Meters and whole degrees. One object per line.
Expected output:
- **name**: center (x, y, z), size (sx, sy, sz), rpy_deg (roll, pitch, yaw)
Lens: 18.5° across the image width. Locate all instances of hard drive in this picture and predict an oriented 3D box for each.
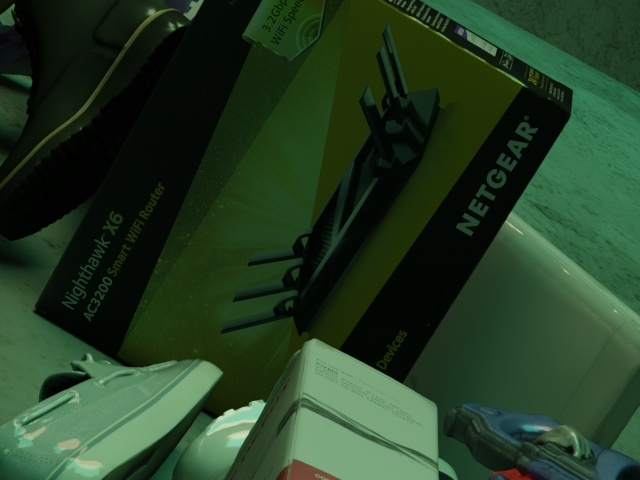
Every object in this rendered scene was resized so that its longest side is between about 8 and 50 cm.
- **hard drive**: center (0.083, 0.065, 1.404), size (0.307, 0.203, 0.040), rpy_deg (42, 20, 32)

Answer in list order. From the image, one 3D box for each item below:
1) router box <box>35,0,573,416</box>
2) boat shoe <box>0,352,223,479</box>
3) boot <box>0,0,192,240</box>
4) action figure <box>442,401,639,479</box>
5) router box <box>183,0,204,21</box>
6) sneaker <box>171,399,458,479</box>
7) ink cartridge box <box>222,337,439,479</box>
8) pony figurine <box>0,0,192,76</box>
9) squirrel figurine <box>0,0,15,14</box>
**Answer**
- **router box**: center (-0.012, -0.028, 1.321), size (0.243, 0.309, 0.081), rpy_deg (30, 17, -1)
- **boat shoe**: center (-0.127, 0.102, 1.150), size (0.081, 0.079, 0.227), rpy_deg (38, 21, 7)
- **boot**: center (-0.193, -0.109, 1.384), size (0.137, 0.198, 0.077), rpy_deg (40, -9, 25)
- **action figure**: center (0.209, 0.236, 1.162), size (0.330, 0.178, 0.341), rpy_deg (19, 6, -33)
- **router box**: center (-0.093, -0.214, 1.966), size (0.335, 0.082, 0.301), rpy_deg (23, 6, -11)
- **sneaker**: center (0.016, 0.168, 1.213), size (0.235, 0.090, 0.095), rpy_deg (17, 31, -36)
- **ink cartridge box**: center (-0.011, 0.168, 1.023), size (0.092, 0.158, 0.218), rpy_deg (27, 17, -8)
- **pony figurine**: center (-0.166, -0.157, 1.578), size (0.363, 0.303, 0.351), rpy_deg (17, 7, 7)
- **squirrel figurine**: center (-0.240, -0.210, 1.229), size (0.281, 0.370, 0.397), rpy_deg (22, 34, 2)
